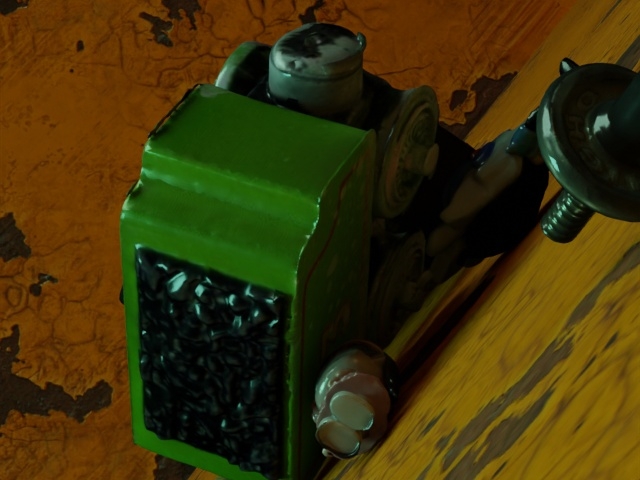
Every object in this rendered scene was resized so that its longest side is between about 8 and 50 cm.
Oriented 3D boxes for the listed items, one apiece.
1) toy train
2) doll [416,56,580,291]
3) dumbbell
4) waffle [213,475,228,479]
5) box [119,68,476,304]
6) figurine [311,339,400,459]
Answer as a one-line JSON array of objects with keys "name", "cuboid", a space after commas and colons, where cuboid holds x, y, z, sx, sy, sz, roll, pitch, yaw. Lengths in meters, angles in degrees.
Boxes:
[{"name": "toy train", "cuboid": [-0.031, 0.009, 1.263, 0.249, 0.173, 0.307, -52, -27, -44]}, {"name": "doll", "cuboid": [0.131, -0.039, 1.262, 0.195, 0.070, 0.096, -52, -30, 13]}, {"name": "dumbbell", "cuboid": [0.147, -0.072, 0.729, 0.110, 0.110, 0.254, -50, -6, -35]}, {"name": "waffle", "cuboid": [-0.131, 0.278, 1.280, 0.221, 0.055, 0.248, -50, 0, 7]}, {"name": "box", "cuboid": [0.000, 0.000, 1.527, 0.289, 0.073, 0.290, -50, -38, 10]}, {"name": "figurine", "cuboid": [0.021, 0.108, 1.145, 0.129, 0.054, 0.072, -86, 21, -77]}]
